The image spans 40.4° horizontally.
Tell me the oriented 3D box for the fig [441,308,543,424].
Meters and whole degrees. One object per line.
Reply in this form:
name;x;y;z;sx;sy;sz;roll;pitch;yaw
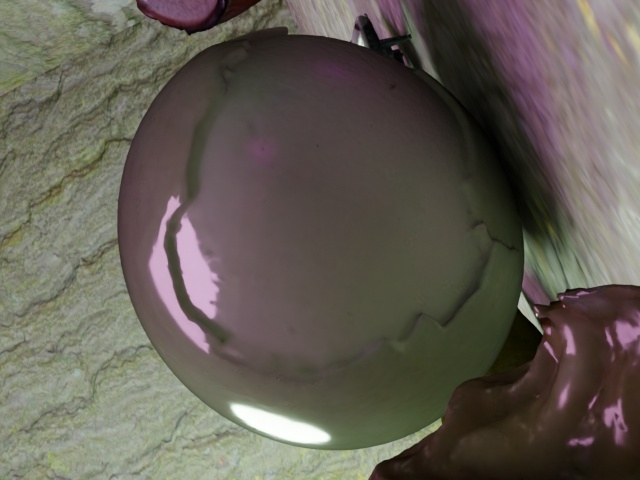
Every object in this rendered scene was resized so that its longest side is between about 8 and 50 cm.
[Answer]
fig;0.185;0.123;0.795;0.126;0.185;0.133;20;160;22

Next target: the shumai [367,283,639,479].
shumai;0.112;0.096;0.347;0.161;0.209;0.153;23;-109;-64

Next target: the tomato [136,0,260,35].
tomato;-0.063;-0.235;0.455;0.181;0.155;0.214;35;154;44

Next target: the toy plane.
toy plane;0.057;-0.142;0.772;0.234;0.082;0.160;103;152;-72

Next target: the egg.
egg;0.000;0.000;0.608;0.278;0.278;0.336;64;-176;25
